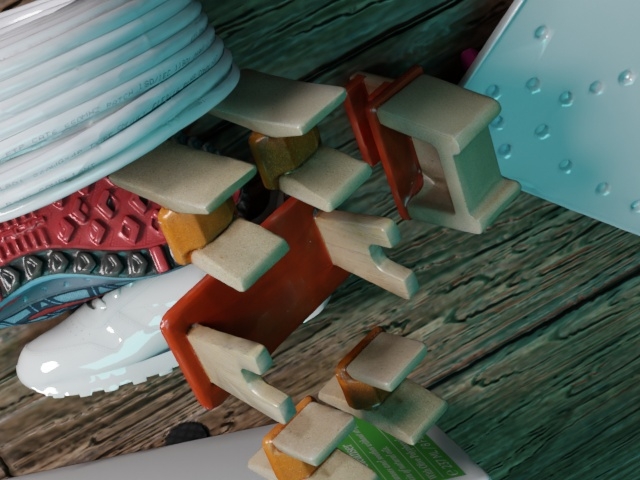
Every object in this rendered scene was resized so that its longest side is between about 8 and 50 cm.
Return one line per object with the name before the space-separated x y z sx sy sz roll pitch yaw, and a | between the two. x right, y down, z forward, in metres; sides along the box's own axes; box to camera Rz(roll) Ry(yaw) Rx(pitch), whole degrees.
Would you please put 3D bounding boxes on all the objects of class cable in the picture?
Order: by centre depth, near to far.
cable | -0.178 -0.081 0.750 0.257 0.257 0.089 -33 111 -36

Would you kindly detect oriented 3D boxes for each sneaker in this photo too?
sneaker | -0.177 -0.003 0.887 0.262 0.125 0.104 -16 83 -7
sneaker | -0.112 0.038 0.949 0.235 0.090 0.095 -22 111 -11

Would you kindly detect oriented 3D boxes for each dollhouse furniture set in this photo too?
dollhouse furniture set | 0.000 0.000 0.859 0.259 0.135 0.262 -43 131 -27

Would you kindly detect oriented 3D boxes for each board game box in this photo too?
board game box | 0.326 -0.169 0.963 0.390 0.050 0.390 18 120 -27

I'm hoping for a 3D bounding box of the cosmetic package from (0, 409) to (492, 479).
cosmetic package | -0.068 0.249 0.993 0.365 0.197 0.155 -9 104 -15
